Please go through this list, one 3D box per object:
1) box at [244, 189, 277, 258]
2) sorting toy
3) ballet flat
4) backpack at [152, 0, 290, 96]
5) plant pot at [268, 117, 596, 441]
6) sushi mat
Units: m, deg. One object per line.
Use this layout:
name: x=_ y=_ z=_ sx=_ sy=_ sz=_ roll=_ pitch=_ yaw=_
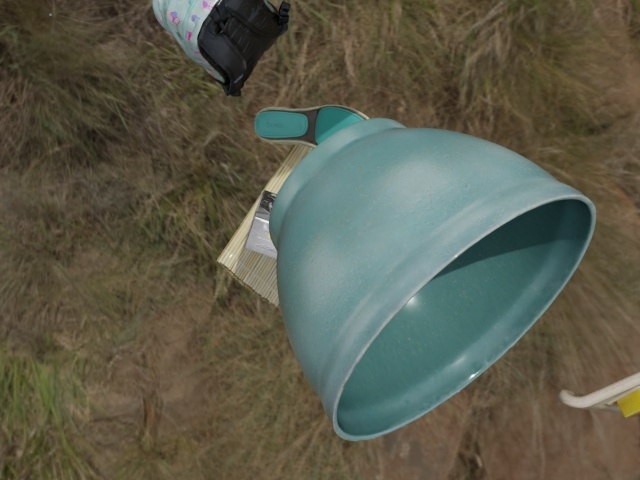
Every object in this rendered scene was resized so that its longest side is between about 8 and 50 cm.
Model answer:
box: x=0.000 y=0.000 z=1.269 sx=0.230 sy=0.183 sz=0.056 roll=20 pitch=105 yaw=-4
sorting toy: x=0.341 y=0.125 z=0.717 sx=0.208 sy=0.038 sz=0.193 roll=-27 pitch=155 yaw=24
ballet flat: x=0.000 y=-0.196 z=1.385 sx=0.086 sy=0.248 sz=0.086 roll=-33 pitch=129 yaw=-51
backpack: x=-0.135 y=-0.287 z=1.038 sx=0.115 sy=0.182 sz=0.152 roll=33 pitch=94 yaw=16
plant pot: x=0.075 y=0.011 z=0.727 sx=0.293 sy=0.196 sz=0.293 roll=-30 pitch=149 yaw=-19
sushi mat: x=-0.057 y=-0.044 z=1.480 sx=0.151 sy=0.019 sz=0.317 roll=40 pitch=73 yaw=-30
